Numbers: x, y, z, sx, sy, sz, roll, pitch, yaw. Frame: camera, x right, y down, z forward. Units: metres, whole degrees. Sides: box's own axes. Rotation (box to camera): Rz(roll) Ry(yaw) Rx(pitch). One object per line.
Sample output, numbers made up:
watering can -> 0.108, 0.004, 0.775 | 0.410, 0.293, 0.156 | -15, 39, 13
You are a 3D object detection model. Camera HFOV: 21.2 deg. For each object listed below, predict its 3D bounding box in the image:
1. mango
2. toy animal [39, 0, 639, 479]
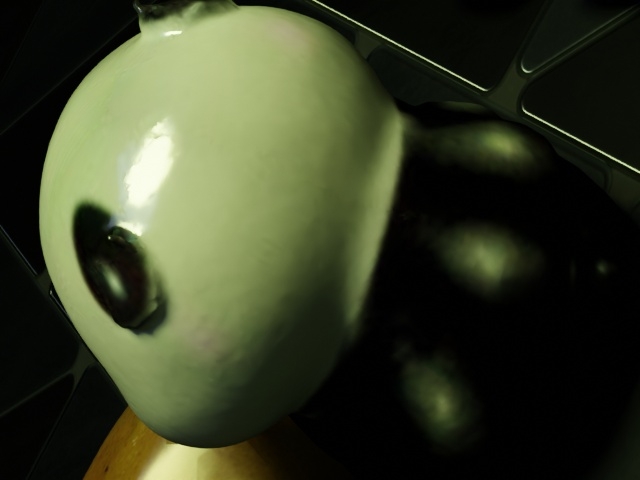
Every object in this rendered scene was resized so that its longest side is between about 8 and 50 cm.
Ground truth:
mango -> -0.092, 0.216, 1.084 | 0.287, 0.153, 0.201 | -63, 20, -2
toy animal -> 0.000, 0.000, 0.938 | 0.251, 0.310, 0.251 | -36, 42, 42
